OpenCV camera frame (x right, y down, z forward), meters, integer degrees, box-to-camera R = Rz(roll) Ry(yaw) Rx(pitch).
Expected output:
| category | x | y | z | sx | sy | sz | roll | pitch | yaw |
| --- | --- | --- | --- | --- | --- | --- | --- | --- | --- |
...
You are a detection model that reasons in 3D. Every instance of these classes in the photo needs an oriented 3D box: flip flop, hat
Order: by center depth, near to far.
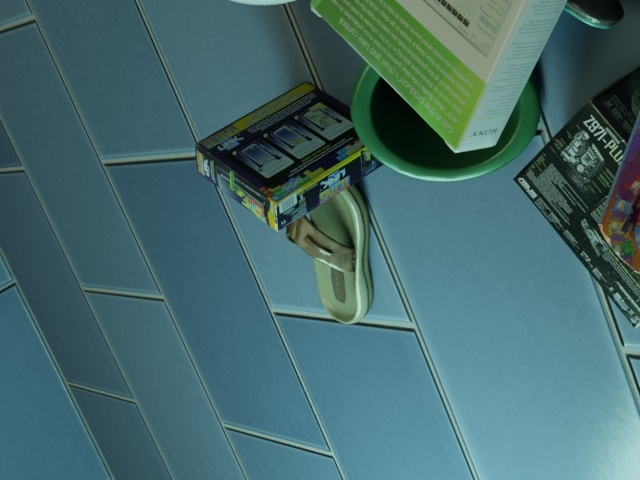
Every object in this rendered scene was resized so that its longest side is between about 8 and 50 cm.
| category | x | y | z | sx | sy | sz | roll | pitch | yaw |
| --- | --- | --- | --- | --- | --- | --- | --- | --- | --- |
| hat | 0.118 | -0.177 | 1.284 | 0.208 | 0.184 | 0.173 | 0 | 126 | 10 |
| flip flop | 0.000 | 0.000 | 1.557 | 0.112 | 0.080 | 0.277 | 33 | 144 | 41 |

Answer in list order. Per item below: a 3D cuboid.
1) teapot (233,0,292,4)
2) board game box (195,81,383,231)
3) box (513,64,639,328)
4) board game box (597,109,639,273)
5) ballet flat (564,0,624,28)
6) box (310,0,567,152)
| category | x | y | z | sx | sy | sz | roll | pitch | yaw |
| --- | --- | --- | --- | --- | --- | --- | --- | --- | --- |
| teapot | -0.067 | -0.360 | 1.211 | 0.187 | 0.252 | 0.256 | -118 | 34 | -60 |
| board game box | -0.032 | -0.098 | 1.427 | 0.141 | 0.170 | 0.048 | 36 | 145 | 35 |
| box | 0.280 | -0.036 | 1.115 | 0.180 | 0.077 | 0.147 | 52 | 150 | 10 |
| board game box | 0.303 | -0.043 | 1.010 | 0.133 | 0.033 | 0.169 | 21 | 97 | 15 |
| ballet flat | 0.185 | -0.259 | 1.063 | 0.203 | 0.074 | 0.074 | 47 | 149 | 29 |
| box | 0.120 | -0.268 | 1.045 | 0.232 | 0.058 | 0.322 | 50 | 132 | 32 |
